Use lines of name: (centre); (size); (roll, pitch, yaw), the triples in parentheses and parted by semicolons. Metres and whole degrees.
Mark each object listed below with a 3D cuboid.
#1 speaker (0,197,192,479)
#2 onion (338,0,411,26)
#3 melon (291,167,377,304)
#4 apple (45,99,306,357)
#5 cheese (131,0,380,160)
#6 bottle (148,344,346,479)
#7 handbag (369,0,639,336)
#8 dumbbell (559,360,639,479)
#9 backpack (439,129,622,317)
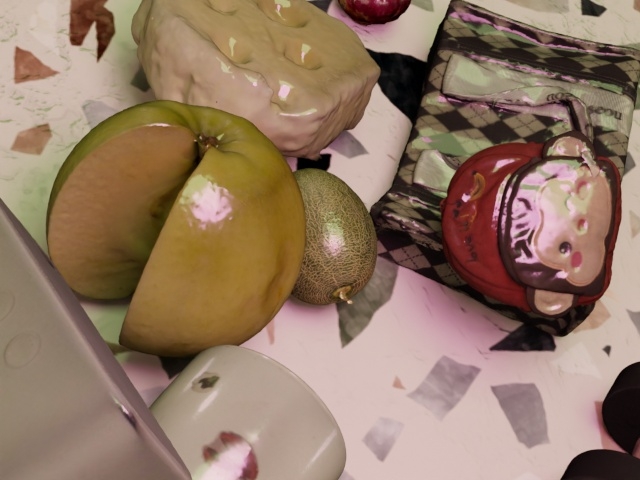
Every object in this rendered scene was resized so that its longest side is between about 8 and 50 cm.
speaker: (-0.305, 0.135, 1.461); (0.184, 0.183, 0.406); (-36, 47, -6)
onion: (0.077, -0.349, 2.086); (0.107, 0.097, 0.107); (5, 17, -2)
melon: (0.000, 0.000, 1.802); (0.139, 0.139, 0.192); (-6, 58, -27)
apple: (-0.159, -0.017, 1.659); (0.292, 0.254, 0.292); (18, 30, -11)
cheese: (-0.077, -0.223, 1.873); (0.326, 0.115, 0.318); (13, 34, -22)
bottle: (-0.138, 0.295, 1.510); (0.229, 0.229, 0.352); (39, 53, 3)
handbag: (0.243, -0.111, 1.973); (0.316, 0.180, 0.416); (19, 59, -2)
dumbbell: (0.389, 0.267, 1.791); (0.152, 0.152, 0.218); (37, 52, 2)
backpack: (0.249, -0.023, 1.779); (0.229, 0.139, 0.229); (0, 85, 1)
